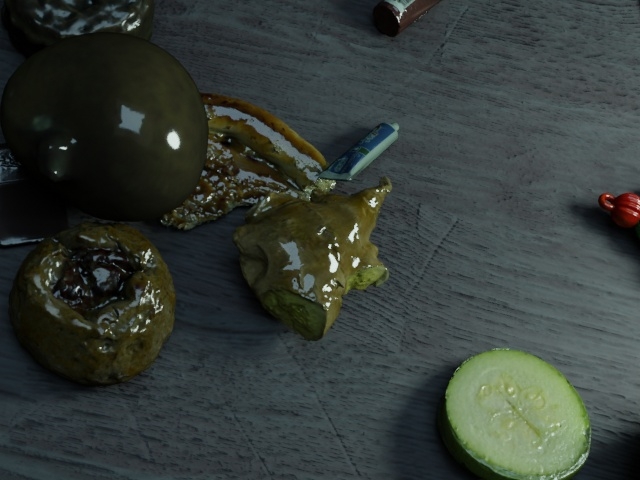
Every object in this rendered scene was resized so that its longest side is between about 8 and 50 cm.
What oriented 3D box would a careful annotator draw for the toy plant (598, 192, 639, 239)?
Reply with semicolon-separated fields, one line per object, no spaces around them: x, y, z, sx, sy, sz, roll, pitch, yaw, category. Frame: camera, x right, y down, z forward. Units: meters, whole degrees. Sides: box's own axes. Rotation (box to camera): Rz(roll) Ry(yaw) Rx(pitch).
0.561;-0.021;1.937;0.240;0.088;0.154;41;51;15;toy plant

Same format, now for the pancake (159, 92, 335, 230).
-0.130;-0.097;1.811;0.266;0.057;0.244;37;64;3;pancake

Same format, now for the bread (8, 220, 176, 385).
-0.303;0.078;1.654;0.230;0.123;0.230;4;68;-11;bread

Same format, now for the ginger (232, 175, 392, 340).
0.000;0.000;1.769;0.219;0.123;0.270;38;52;5;ginger

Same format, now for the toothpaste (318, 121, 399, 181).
0.068;-0.134;1.864;0.057;0.035;0.197;8;32;32;toothpaste

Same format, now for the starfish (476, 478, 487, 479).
0.266;0.438;1.668;0.238;0.071;0.216;36;67;17;starfish

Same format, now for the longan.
-0.289;-0.151;1.681;0.300;0.243;0.300;5;30;-3;longan

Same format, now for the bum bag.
-0.417;-0.069;1.744;0.109;0.026;0.159;-10;69;-19;bum bag

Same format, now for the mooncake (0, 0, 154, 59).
-0.357;-0.356;1.835;0.228;0.124;0.228;5;66;-11;mooncake

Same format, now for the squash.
0.276;0.249;1.737;0.219;0.041;0.219;6;50;-7;squash

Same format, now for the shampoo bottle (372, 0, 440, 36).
0.179;-0.421;2.032;0.236;0.067;0.068;-41;100;-27;shampoo bottle
